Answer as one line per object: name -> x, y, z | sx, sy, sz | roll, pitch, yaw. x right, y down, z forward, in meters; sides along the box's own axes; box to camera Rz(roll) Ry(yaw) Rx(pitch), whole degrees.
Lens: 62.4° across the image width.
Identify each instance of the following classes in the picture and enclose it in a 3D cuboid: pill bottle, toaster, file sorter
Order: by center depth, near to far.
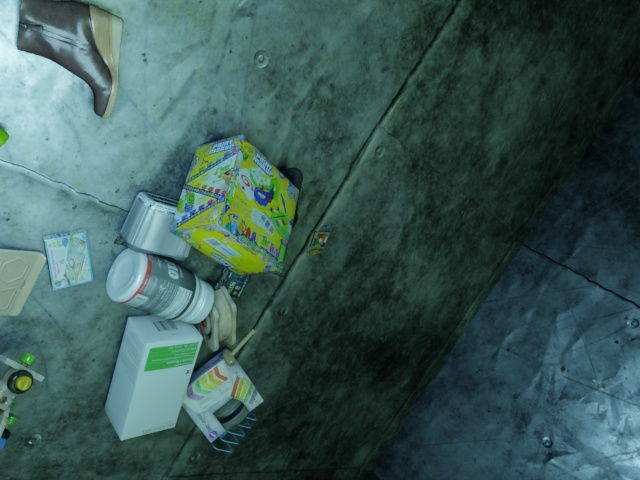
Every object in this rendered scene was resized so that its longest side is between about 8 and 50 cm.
toaster -> -0.448, -0.041, 1.463 | 0.226, 0.129, 0.147 | 16, 101, -43
pill bottle -> -0.458, 0.140, 1.544 | 0.161, 0.161, 0.283 | -55, 137, 2
file sorter -> -0.348, 0.719, 2.054 | 0.170, 0.104, 0.118 | -52, 137, -1

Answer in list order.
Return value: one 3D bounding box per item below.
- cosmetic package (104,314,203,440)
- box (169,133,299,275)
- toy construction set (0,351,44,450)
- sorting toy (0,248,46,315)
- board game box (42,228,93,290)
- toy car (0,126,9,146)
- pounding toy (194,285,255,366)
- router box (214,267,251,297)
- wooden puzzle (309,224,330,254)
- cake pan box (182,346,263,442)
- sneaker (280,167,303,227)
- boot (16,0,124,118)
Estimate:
cosmetic package -> -0.530, 0.423, 1.667 | 0.196, 0.155, 0.366 | -1, 117, -44
box -> -0.227, -0.088, 1.490 | 0.290, 0.176, 0.279 | 43, 50, -46
toy construction set -> -0.871, 0.358, 1.339 | 0.308, 0.257, 0.237 | 38, 70, -25
sorting toy -> -0.805, 0.101, 1.288 | 0.193, 0.038, 0.208 | -60, 153, 8
board game box -> -0.669, 0.050, 1.404 | 0.103, 0.026, 0.154 | -15, 125, -34
toy car -> -0.730, -0.206, 1.069 | 0.149, 0.188, 0.155 | -45, 136, -8
pounding toy -> -0.318, 0.271, 1.752 | 0.154, 0.154, 0.270 | -14, 124, -34
router box -> -0.289, 0.128, 1.768 | 0.092, 0.038, 0.123 | 18, 104, -44
wooden puzzle -> 0.000, 0.000, 1.948 | 0.078, 0.014, 0.117 | -6, 120, -38
cake pan box -> -0.367, 0.564, 1.915 | 0.245, 0.070, 0.267 | -34, 116, -16
sneaker -> -0.122, -0.107, 1.728 | 0.130, 0.109, 0.286 | -1, 124, -51
boot -> -0.560, -0.407, 1.182 | 0.206, 0.090, 0.249 | 2, 117, -28
